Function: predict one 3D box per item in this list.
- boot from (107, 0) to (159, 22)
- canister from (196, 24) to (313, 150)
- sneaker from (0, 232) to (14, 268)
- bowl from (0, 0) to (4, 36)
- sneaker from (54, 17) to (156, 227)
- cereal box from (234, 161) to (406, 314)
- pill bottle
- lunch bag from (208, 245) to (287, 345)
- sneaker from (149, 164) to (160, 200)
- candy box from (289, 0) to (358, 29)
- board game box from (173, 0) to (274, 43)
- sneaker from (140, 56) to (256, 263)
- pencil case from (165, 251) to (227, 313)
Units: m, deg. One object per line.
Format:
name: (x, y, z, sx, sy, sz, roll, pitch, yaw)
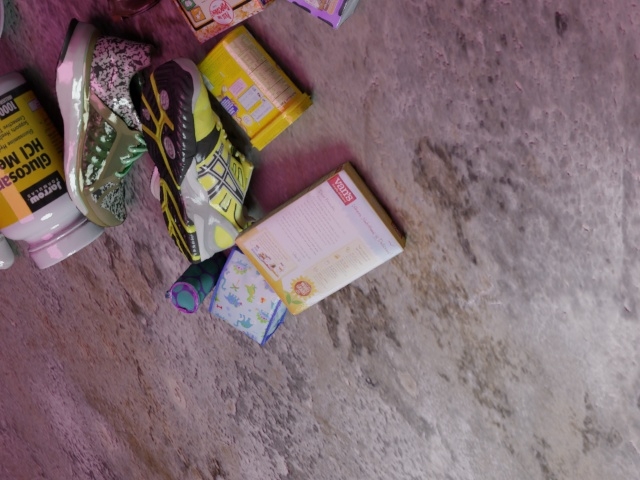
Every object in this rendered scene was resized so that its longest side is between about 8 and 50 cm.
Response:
boot: (-0.325, -0.421, 1.790, 0.106, 0.037, 0.114, -10, 111, 33)
canister: (-0.110, -0.245, 1.760, 0.170, 0.073, 0.126, 49, 133, -6)
sneaker: (-0.692, -0.038, 2.251, 0.094, 0.080, 0.212, -31, 102, 29)
bowl: (-0.724, -0.391, 1.897, 0.312, 0.311, 0.163, 54, 150, -13)
sneaker: (-0.346, -0.183, 1.910, 0.182, 0.158, 0.410, 6, 131, 6)
cereal box: (0.000, 0.000, 1.844, 0.240, 0.047, 0.173, -31, 104, 23)
pill bottle: (-0.544, -0.124, 2.010, 0.187, 0.188, 0.334, -20, 107, 38)
lunch bag: (-0.119, 0.091, 1.985, 0.128, 0.096, 0.151, 29, 135, 10)
sneaker: (-0.251, -0.121, 1.939, 0.075, 0.057, 0.161, 31, 129, 15)
candy box: (-0.019, -0.429, 1.579, 0.196, 0.070, 0.165, 32, 132, 6)
board game box: (-0.179, -0.420, 1.696, 0.146, 0.045, 0.194, -18, 111, 38)
sneaker: (-0.198, -0.143, 1.832, 0.145, 0.147, 0.385, 45, 150, 39)
pencil case: (-0.220, 0.074, 1.995, 0.064, 0.152, 0.070, 27, 121, 6)
